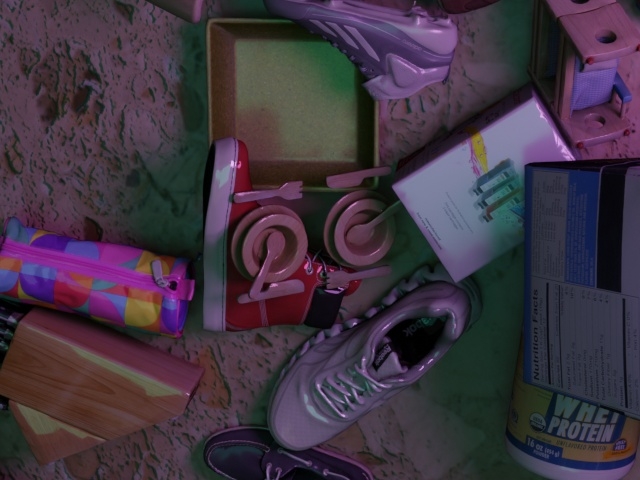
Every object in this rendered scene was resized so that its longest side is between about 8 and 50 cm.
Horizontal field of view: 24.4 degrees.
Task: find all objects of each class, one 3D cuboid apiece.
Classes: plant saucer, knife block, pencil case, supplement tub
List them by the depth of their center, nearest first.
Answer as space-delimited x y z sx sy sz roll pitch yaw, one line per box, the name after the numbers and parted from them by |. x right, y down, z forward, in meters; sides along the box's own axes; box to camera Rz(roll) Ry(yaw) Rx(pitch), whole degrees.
0.282 0.147 1.594 0.144 0.144 0.199 8 106 5 | supplement tub
-0.027 -0.150 1.606 0.188 0.045 0.188 2 105 7 | plant saucer
-0.252 0.041 1.658 0.236 0.104 0.104 11 106 4 | pencil case
-0.303 0.121 1.691 0.276 0.088 0.242 -21 102 13 | knife block

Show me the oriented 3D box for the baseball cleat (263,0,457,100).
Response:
0.035 -0.202 1.524 0.206 0.072 0.109 13 112 7 | baseball cleat

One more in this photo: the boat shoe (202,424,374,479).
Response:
-0.040 0.268 1.709 0.206 0.065 0.075 14 106 3 | boat shoe

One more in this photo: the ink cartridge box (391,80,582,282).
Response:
0.184 -0.065 1.559 0.176 0.128 0.127 -31 99 13 | ink cartridge box

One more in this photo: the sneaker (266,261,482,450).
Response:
0.050 0.139 1.638 0.292 0.118 0.110 -41 98 17 | sneaker

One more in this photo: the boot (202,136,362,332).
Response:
-0.041 -0.005 1.602 0.176 0.088 0.244 0 126 -2 | boot

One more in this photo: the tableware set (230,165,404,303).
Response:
0.000 0.000 1.559 0.194 0.039 0.128 -11 111 -25 | tableware set

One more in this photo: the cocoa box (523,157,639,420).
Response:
0.395 0.033 1.422 0.347 0.228 0.231 -3 96 -26 | cocoa box

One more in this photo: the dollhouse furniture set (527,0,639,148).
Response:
0.321 -0.199 1.493 0.184 0.129 0.129 -15 141 -8 | dollhouse furniture set

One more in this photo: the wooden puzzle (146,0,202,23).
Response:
-0.168 -0.371 1.529 0.221 0.044 0.238 30 112 30 | wooden puzzle

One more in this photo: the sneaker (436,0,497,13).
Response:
0.206 -0.286 1.500 0.188 0.071 0.066 -30 117 -3 | sneaker
